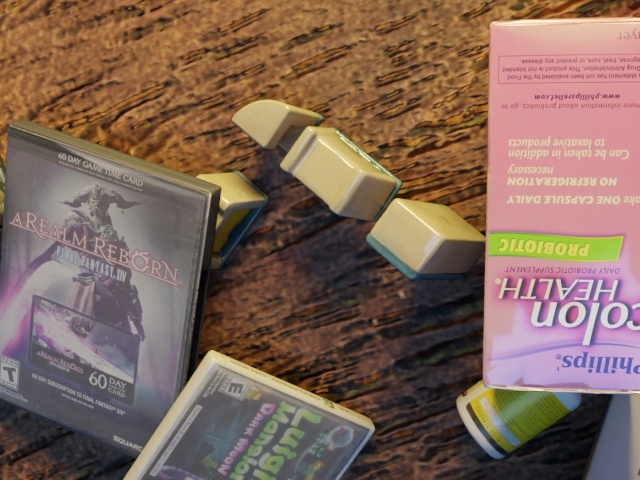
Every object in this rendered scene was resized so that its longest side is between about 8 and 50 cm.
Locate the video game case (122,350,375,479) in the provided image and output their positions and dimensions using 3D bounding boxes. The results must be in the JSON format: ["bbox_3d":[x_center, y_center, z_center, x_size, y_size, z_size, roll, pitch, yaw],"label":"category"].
[{"bbox_3d":[-0.072,0.204,0.993,0.173,0.022,0.190,27,106,-26],"label":"video game case"}]

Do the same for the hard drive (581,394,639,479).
[{"bbox_3d":[0.286,0.260,0.812,0.233,0.353,0.047,23,131,12],"label":"hard drive"}]

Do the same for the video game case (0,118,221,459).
[{"bbox_3d":[-0.191,0.052,0.974,0.196,0.026,0.274,19,117,18],"label":"video game case"}]

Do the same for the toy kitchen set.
[{"bbox_3d":[0.000,0.000,0.952,0.207,0.122,0.166,42,106,21],"label":"toy kitchen set"}]

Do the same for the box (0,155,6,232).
[{"bbox_3d":[-0.344,-0.100,0.938,0.059,0.183,0.232,-18,96,13],"label":"box"}]

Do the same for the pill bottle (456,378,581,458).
[{"bbox_3d":[0.178,0.127,0.952,0.116,0.065,0.065,-38,93,15],"label":"pill bottle"}]

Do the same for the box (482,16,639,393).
[{"bbox_3d":[0.180,-0.015,0.822,0.117,0.213,0.242,0,85,10],"label":"box"}]
